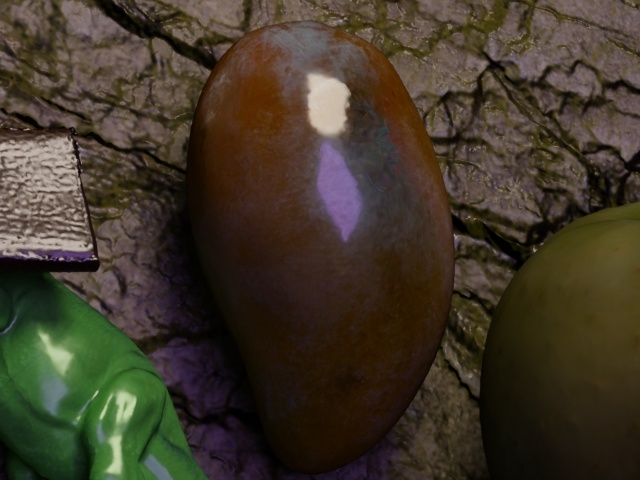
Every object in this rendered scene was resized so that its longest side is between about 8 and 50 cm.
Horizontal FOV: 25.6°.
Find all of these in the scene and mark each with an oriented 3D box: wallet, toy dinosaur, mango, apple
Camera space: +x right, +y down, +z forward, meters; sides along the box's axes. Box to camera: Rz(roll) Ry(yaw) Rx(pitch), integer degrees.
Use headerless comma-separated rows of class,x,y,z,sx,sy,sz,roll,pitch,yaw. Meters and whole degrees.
wallet,-0.286,-0.028,0.999,0.243,0.039,0.133,-1,50,-24
toy dinosaur,-0.145,0.114,1.111,0.500,0.144,0.374,21,48,-32
mango,0.000,0.000,1.167,0.221,0.199,0.384,3,81,-35
apple,0.360,0.154,1.154,0.474,0.473,0.473,11,66,-25
